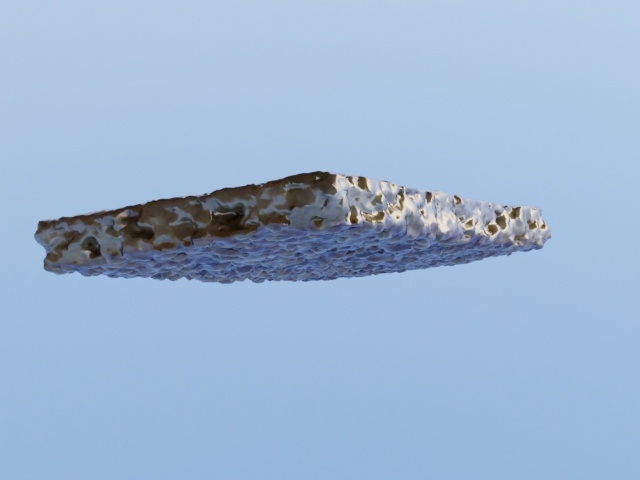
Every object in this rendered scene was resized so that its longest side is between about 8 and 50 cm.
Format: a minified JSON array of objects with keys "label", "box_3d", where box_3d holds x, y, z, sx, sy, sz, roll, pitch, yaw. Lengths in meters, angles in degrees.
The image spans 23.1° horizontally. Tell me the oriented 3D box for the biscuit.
[{"label":"biscuit","box_3d":[0.000,0.000,0.633,0.131,0.025,0.231,-9,174,28]}]
